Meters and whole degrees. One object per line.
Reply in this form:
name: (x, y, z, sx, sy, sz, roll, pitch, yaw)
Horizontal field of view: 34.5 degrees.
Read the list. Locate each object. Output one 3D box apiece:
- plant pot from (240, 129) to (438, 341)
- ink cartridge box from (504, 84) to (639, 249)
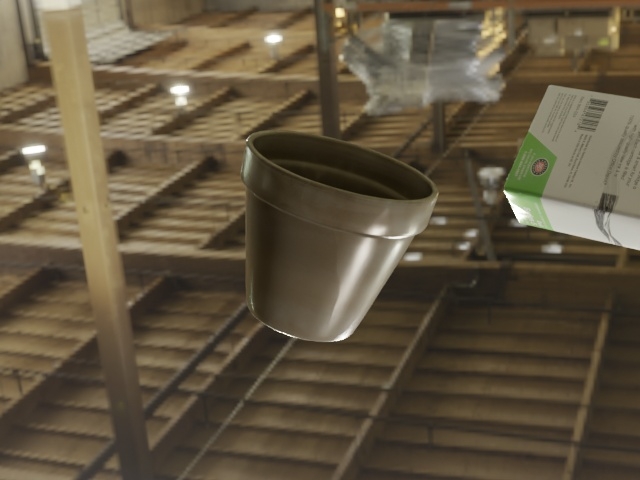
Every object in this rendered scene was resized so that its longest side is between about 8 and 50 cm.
plant pot: (0.000, 0.000, 1.697, 0.323, 0.280, 0.323, 15, -161, -5)
ink cartridge box: (0.441, -0.104, 1.523, 0.272, 0.115, 0.198, 16, -111, 31)
